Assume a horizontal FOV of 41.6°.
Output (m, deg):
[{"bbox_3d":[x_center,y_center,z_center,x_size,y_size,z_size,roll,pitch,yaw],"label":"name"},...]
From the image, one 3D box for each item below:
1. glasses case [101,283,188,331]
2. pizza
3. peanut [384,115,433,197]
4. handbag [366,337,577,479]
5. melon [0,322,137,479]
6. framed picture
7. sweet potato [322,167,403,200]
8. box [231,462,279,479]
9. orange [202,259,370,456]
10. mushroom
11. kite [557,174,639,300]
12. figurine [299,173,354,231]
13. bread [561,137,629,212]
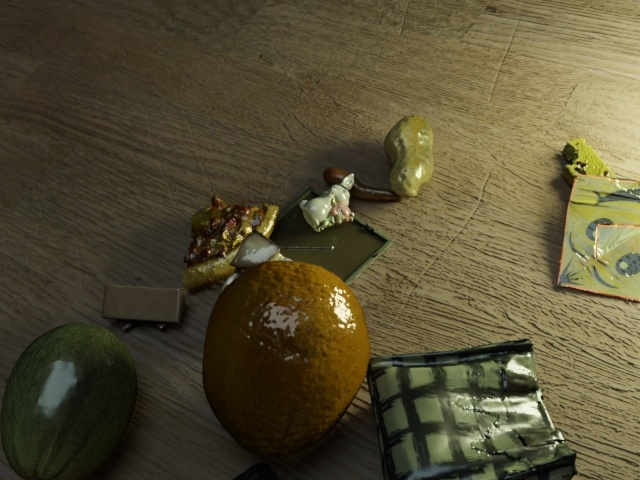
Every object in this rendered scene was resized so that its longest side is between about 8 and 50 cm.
[{"bbox_3d":[-0.388,0.156,1.886,0.194,0.070,0.102,2,80,12],"label":"glasses case"},{"bbox_3d":[-0.236,-0.019,1.964,0.289,0.081,0.229,-40,46,-10],"label":"pizza"},{"bbox_3d":[0.206,-0.195,1.987,0.110,0.120,0.236,-19,44,34],"label":"peanut"},{"bbox_3d":[0.258,0.340,1.502,0.327,0.162,0.325,-10,41,2],"label":"handbag"},{"bbox_3d":[-0.494,0.317,1.657,0.249,0.248,0.329,1,55,15],"label":"melon"},{"bbox_3d":[0.000,0.000,1.940,0.209,0.019,0.281,-41,54,-19],"label":"framed picture"},{"bbox_3d":[0.094,-0.127,2.005,0.214,0.050,0.050,23,60,24],"label":"sweet potato"},{"bbox_3d":[-0.095,0.575,1.471,0.211,0.058,0.350,-32,52,-11],"label":"box"},{"bbox_3d":[-0.069,0.219,1.574,0.322,0.322,0.356,10,79,21],"label":"orange"},{"bbox_3d":[-0.104,0.108,1.768,0.162,0.236,0.173,24,75,16],"label":"mushroom"},{"bbox_3d":[0.632,0.008,1.751,0.328,0.013,0.377,-30,63,-2],"label":"kite"},{"bbox_3d":[0.035,-0.079,1.949,0.146,0.081,0.098,-30,93,-17],"label":"figurine"},{"bbox_3d":[0.604,-0.141,1.889,0.088,0.049,0.226,-22,49,-4],"label":"bread"}]
